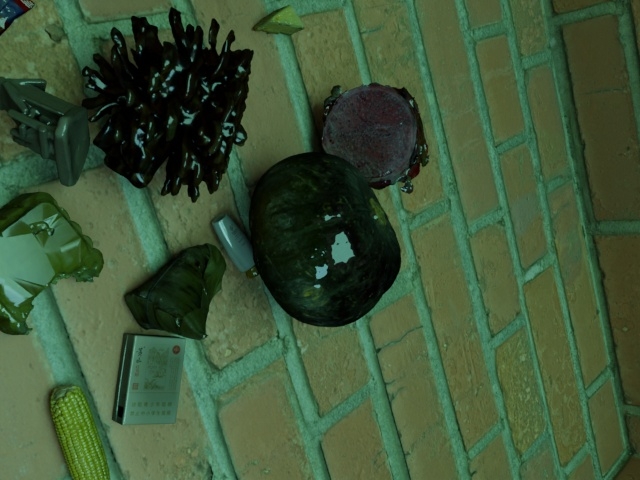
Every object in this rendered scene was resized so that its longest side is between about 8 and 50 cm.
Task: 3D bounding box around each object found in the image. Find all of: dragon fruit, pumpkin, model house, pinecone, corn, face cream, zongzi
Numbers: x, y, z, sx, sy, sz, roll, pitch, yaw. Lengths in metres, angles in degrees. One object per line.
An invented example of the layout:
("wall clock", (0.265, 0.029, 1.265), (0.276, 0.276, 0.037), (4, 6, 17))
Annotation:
("dragon fruit", (0.160, -0.275, 1.964), (0.263, 0.297, 0.313), (-5, 90, -76))
("pumpkin", (0.000, 0.000, 1.714), (0.454, 0.344, 0.454), (57, 19, -32))
("model house", (-0.542, -0.222, 1.339), (0.188, 0.229, 0.122), (30, 62, 0))
("pinecone", (-0.313, -0.296, 1.447), (0.398, 0.398, 0.397), (0, 89, -42))
("corn", (-0.507, 0.424, 1.452), (0.081, 0.081, 0.248), (-23, 105, -40))
("face cream", (-0.210, 0.015, 1.742), (0.182, 0.051, 0.072), (58, 47, -25))
("zongzi", (-0.266, 0.112, 1.542), (0.251, 0.275, 0.125), (-46, 126, -32))

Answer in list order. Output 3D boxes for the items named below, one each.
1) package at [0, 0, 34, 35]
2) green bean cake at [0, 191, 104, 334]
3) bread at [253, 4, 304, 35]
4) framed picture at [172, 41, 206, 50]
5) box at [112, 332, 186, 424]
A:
("package", (-0.660, -0.436, 1.361), (0.083, 0.022, 0.200), (47, 59, -32))
("green bean cake", (-0.577, 0.046, 1.364), (0.236, 0.124, 0.232), (-48, 120, -32))
("bread", (-0.108, -0.563, 1.816), (0.109, 0.084, 0.080), (-48, 118, -32))
("framed picture", (-0.328, -0.431, 1.667), (0.149, 0.011, 0.109), (-41, 115, -34))
("box", (-0.390, 0.317, 1.574), (0.141, 0.058, 0.201), (10, 84, -41))
